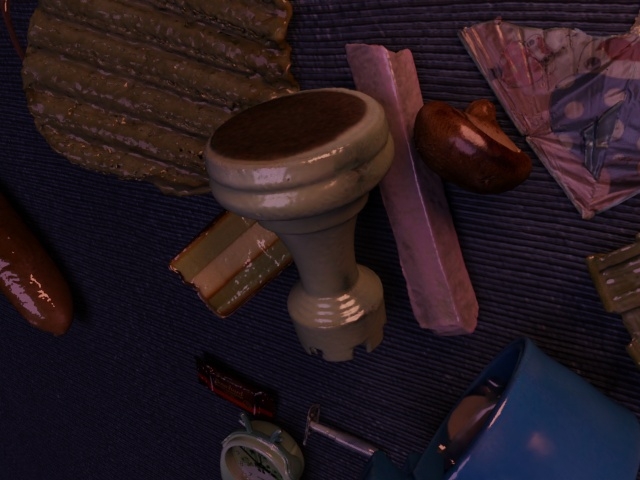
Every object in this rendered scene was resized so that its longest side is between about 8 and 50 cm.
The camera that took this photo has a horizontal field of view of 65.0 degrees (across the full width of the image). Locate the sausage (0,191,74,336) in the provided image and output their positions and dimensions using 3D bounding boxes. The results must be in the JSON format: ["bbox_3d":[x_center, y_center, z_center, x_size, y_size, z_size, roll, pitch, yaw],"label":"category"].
[{"bbox_3d":[-0.700,0.000,1.094,0.500,0.123,0.136,48,129,7],"label":"sausage"}]

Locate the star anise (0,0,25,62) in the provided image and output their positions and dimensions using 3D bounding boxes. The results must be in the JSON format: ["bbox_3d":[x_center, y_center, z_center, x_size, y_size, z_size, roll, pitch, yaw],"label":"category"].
[{"bbox_3d":[-0.401,-0.258,0.764,0.228,0.218,0.148,31,138,-34],"label":"star anise"}]

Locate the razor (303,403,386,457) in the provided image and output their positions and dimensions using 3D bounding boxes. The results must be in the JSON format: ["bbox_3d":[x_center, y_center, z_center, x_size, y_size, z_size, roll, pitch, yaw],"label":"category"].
[{"bbox_3d":[0.040,0.318,0.802,0.135,0.040,0.068,18,118,19],"label":"razor"}]

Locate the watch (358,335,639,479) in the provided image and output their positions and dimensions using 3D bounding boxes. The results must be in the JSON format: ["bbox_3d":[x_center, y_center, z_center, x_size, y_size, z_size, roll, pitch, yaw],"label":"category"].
[{"bbox_3d":[0.204,0.255,0.565,0.242,0.305,0.274,35,94,13],"label":"watch"}]

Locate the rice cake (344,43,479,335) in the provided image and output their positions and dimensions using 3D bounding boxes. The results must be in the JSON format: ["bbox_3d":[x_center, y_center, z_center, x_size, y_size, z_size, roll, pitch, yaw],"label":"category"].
[{"bbox_3d":[0.110,-0.054,0.587,0.073,0.056,0.364,-5,107,51],"label":"rice cake"}]

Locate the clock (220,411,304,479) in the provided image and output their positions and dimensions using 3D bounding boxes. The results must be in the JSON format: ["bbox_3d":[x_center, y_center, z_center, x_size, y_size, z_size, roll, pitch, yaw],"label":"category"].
[{"bbox_3d":[-0.098,0.386,0.885,0.160,0.066,0.210,17,122,21],"label":"clock"}]

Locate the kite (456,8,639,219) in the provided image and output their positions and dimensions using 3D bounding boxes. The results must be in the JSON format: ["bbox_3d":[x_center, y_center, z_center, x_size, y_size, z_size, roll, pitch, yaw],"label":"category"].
[{"bbox_3d":[0.285,-0.164,0.460,0.336,0.011,0.313,18,118,25],"label":"kite"}]

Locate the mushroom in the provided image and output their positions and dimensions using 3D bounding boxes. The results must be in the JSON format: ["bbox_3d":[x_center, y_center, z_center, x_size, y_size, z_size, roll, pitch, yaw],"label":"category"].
[{"bbox_3d":[0.152,-0.097,0.502,0.127,0.127,0.087,35,112,17],"label":"mushroom"}]

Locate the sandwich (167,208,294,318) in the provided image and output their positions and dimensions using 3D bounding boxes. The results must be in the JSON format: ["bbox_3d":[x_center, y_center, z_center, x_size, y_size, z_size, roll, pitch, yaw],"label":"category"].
[{"bbox_3d":[-0.080,-0.004,0.666,0.187,0.144,0.117,-32,108,38],"label":"sandwich"}]

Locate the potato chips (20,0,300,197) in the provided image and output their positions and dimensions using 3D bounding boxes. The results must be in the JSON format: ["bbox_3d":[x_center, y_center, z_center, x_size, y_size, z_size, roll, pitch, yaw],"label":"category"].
[{"bbox_3d":[-0.228,-0.245,0.680,0.430,0.070,0.358,19,110,12],"label":"potato chips"}]

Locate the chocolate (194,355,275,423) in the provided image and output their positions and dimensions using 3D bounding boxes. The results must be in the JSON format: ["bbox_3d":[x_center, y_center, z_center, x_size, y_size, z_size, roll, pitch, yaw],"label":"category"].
[{"bbox_3d":[-0.156,0.269,0.910,0.183,0.028,0.085,17,127,23],"label":"chocolate"}]

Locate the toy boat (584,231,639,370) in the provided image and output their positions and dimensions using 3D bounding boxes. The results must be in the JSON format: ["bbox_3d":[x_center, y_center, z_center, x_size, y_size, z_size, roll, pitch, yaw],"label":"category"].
[{"bbox_3d":[0.368,0.120,0.493,0.093,0.055,0.292,-34,88,37],"label":"toy boat"}]

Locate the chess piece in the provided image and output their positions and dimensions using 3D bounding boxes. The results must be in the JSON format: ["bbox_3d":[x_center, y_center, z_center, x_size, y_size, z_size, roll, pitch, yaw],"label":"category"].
[{"bbox_3d":[0.000,0.000,0.579,0.195,0.194,0.298,9,131,30],"label":"chess piece"}]
